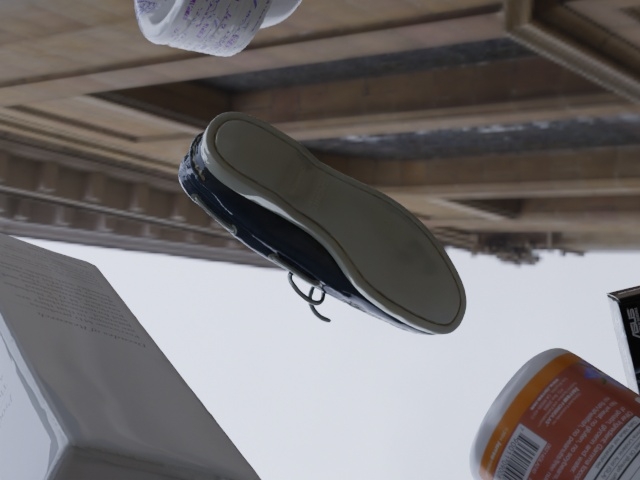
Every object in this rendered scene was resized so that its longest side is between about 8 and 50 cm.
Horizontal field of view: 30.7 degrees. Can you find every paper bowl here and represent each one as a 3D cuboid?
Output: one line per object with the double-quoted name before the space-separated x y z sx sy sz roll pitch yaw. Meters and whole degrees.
"paper bowl" -0.090 -0.336 1.230 0.148 0.284 0.284 8 -96 -26

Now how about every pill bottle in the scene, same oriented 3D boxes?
"pill bottle" 0.220 0.177 0.807 0.121 0.216 0.121 -36 -36 -31

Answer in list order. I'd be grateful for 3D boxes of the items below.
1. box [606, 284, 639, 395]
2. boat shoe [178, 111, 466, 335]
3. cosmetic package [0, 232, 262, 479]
"box" 0.427 0.133 1.349 0.077 0.147 0.180 -44 -59 -85
"boat shoe" 0.000 0.000 0.929 0.255 0.079 0.095 32 -129 -12
"cosmetic package" -0.231 0.169 0.924 0.162 0.453 0.230 21 -81 -31
